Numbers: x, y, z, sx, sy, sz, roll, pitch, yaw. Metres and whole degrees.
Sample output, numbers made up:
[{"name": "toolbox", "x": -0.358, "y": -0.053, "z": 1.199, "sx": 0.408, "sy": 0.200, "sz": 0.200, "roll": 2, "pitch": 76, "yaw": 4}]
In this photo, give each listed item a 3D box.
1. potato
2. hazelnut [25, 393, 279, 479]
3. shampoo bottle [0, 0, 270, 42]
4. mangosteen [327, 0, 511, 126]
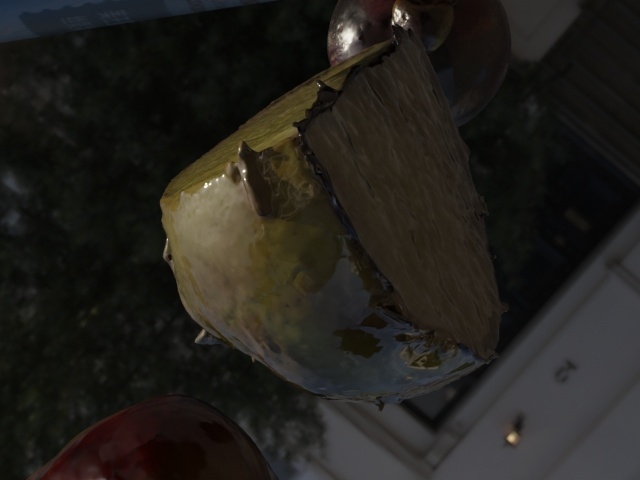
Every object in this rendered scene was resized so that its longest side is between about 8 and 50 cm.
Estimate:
[{"name": "potato", "x": 0.000, "y": 0.000, "z": 0.423, "sx": 0.100, "sy": 0.089, "sz": 0.172, "roll": 58, "pitch": -160, "yaw": -12}, {"name": "hazelnut", "x": -0.107, "y": 0.224, "z": 0.852, "sx": 0.217, "sy": 0.251, "sz": 0.217, "roll": 9, "pitch": -142, "yaw": -7}, {"name": "shampoo bottle", "x": -0.095, "y": -0.288, "z": 0.712, "sx": 0.331, "sy": 0.343, "sz": 0.331, "roll": 171, "pitch": 90, "yaw": -89}, {"name": "mangosteen", "x": 0.077, "y": -0.159, "z": 1.030, "sx": 0.152, "sy": 0.152, "sz": 0.152, "roll": 39, "pitch": -170, "yaw": -8}]
